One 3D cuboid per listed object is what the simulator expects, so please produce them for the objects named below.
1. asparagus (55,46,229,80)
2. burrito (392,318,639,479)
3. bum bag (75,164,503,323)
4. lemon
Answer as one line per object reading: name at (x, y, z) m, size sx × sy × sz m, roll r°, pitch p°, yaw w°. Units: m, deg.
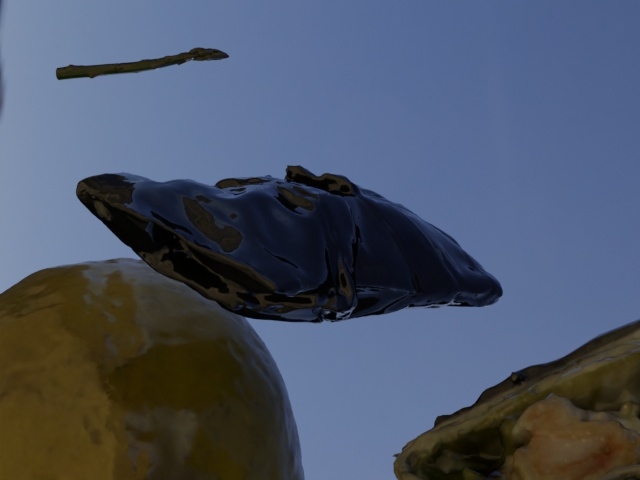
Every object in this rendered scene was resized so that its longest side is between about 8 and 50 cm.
asparagus at (-0.163, -0.160, 1.361) m, size 0.016 × 0.163 × 0.016 m, roll -70°, pitch 151°, yaw -65°
burrito at (0.194, 0.199, 0.758) m, size 0.332 × 0.190 × 0.135 m, roll 59°, pitch -2°, yaw -29°
bum bag at (0.000, 0.000, 0.870) m, size 0.137 × 0.310 × 0.074 m, roll 35°, pitch -70°, yaw 31°
lemon at (-0.145, 0.140, 0.997) m, size 0.316 × 0.285 × 0.285 m, roll -88°, pitch -164°, yaw -56°
